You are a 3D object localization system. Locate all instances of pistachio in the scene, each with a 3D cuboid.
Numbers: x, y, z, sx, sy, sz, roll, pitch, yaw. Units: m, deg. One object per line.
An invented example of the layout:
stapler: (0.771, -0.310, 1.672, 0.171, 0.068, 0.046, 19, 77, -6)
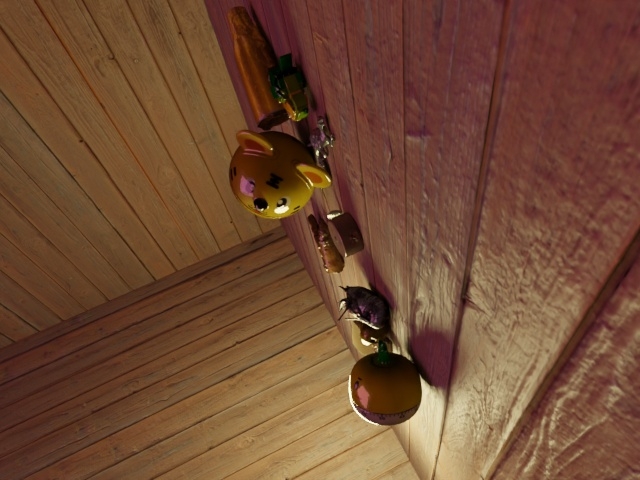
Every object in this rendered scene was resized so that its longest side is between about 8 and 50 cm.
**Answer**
pistachio: (0.210, 0.354, 1.688, 0.189, 0.110, 0.100, -49, -43, -81)

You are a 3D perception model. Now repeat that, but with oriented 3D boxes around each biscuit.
biscuit: (0.222, 0.449, 1.898, 0.426, 0.079, 0.144, -160, 67, -79)
biscuit: (0.001, -0.001, 2.155, 0.301, 0.043, 0.278, -64, -46, -87)

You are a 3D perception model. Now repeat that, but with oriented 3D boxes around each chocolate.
chocolate: (-0.226, -0.640, 1.570, 0.162, 0.162, 0.445, 156, 95, -82)

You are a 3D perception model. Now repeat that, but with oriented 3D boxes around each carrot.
carrot: (0.040, 0.023, 1.967, 0.102, 0.102, 0.263, -136, 28, -68)

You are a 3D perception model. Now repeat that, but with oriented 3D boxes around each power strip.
power strip: (0.089, -0.018, 1.537, 0.154, 0.078, 0.154, 157, 90, -82)

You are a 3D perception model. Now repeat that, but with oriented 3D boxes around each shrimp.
shrimp: (0.134, 0.248, 1.660, 0.372, 0.172, 0.137, 4, 94, 63)

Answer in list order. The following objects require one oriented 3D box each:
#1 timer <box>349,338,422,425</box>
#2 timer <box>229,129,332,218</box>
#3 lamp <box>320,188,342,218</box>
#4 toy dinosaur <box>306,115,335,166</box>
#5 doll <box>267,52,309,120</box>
timer: (0.229, 0.480, 1.529, 0.285, 0.285, 0.285, 156, 90, -82)
timer: (-0.173, -0.258, 1.628, 0.376, 0.376, 0.387, 66, 157, 0)
lamp: (0.032, -0.169, 1.661, 0.050, 0.056, 0.198, 78, 176, -58)
toy dinosaur: (-0.011, -0.329, 1.377, 0.242, 0.053, 0.167, -129, 18, -61)
doll: (-0.092, -0.463, 1.321, 0.134, 0.106, 0.186, 17, 132, 65)
